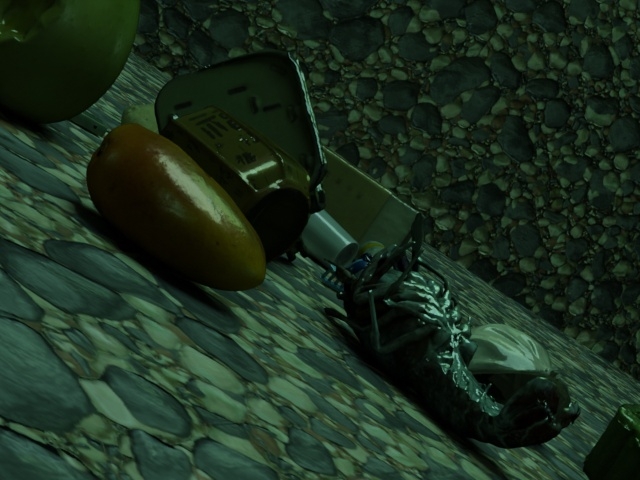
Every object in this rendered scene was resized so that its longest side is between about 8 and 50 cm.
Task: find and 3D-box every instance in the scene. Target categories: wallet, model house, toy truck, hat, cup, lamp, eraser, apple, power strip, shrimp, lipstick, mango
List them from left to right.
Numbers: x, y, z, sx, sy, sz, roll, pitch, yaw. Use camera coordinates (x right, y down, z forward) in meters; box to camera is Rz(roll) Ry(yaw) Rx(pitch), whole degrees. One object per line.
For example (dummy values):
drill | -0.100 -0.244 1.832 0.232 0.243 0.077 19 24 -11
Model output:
apple | -0.345 -0.276 1.641 0.279 0.279 0.279 34 6 -4
power strip | -0.343 -0.178 1.897 0.136 0.019 0.051 30 5 -35
mango | -0.143 -0.022 1.366 0.217 0.102 0.141 38 -17 9
lamp | -0.109 -0.061 1.597 0.185 0.161 0.161 41 9 35
model house | -0.086 -0.090 1.863 0.279 0.205 0.218 66 10 -67
cup | 0.000 0.000 2.162 0.116 0.074 0.104 41 -21 24
eraser | 0.011 -0.085 2.486 0.343 0.144 0.078 34 4 11
toy truck | 0.053 0.056 2.010 0.136 0.063 0.074 29 28 -29
lipstick | 0.102 0.051 2.291 0.059 0.059 0.264 33 6 -10
wallet | 0.135 0.083 2.078 0.166 0.030 0.111 -99 175 -80
shrimp | 0.130 0.108 1.590 0.221 0.166 0.410 32 18 -43
hat | 0.226 0.147 1.841 0.219 0.164 0.226 31 28 -35

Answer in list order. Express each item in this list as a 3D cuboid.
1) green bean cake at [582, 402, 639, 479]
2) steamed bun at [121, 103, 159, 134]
green bean cake | 0.443 0.304 1.680 0.214 0.113 0.200 15 28 -42
steamed bun | -0.160 -0.125 2.061 0.231 0.110 0.212 24 12 -47
